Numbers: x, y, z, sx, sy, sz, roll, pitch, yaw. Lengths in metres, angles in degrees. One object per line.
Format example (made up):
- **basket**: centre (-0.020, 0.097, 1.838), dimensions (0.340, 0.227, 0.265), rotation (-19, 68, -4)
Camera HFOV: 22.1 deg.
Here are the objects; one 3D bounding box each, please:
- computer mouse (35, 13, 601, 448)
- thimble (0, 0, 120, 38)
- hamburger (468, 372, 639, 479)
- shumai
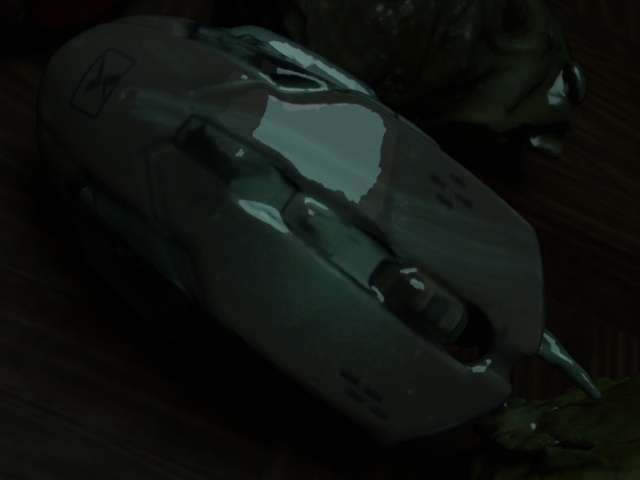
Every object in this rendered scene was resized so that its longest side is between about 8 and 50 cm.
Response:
- **computer mouse**: centre (-0.001, -0.001, 0.962), dimensions (0.389, 0.115, 0.199), rotation (33, 88, 2)
- **thimble**: centre (-0.171, -0.227, 1.072), dimensions (0.189, 0.163, 0.125), rotation (-37, 80, -31)
- **hamburger**: centre (0.200, 0.156, 0.992), dimensions (0.183, 0.206, 0.130), rotation (-19, 105, -31)
- **shumai**: centre (0.086, -0.195, 1.172), dimensions (0.283, 0.217, 0.346), rotation (23, 42, -15)
